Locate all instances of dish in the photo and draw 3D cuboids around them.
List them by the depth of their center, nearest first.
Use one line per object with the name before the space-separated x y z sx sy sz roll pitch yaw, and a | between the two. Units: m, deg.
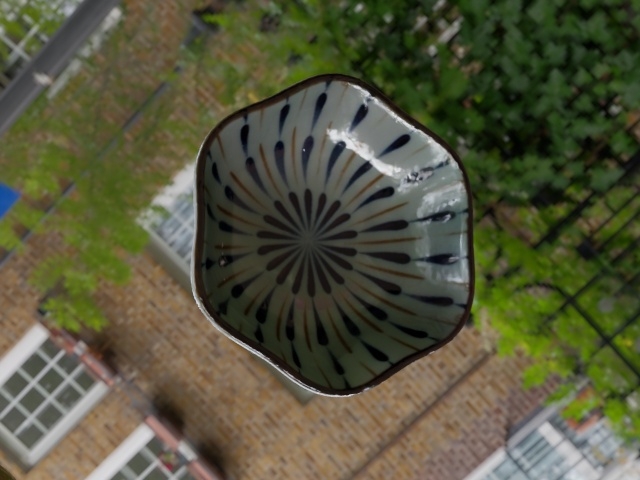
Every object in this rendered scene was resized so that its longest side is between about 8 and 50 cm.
dish | 0.000 0.000 0.702 0.190 0.191 0.066 42 157 -12

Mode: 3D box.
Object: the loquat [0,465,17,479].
loquat | -0.368 0.318 1.084 0.275 0.275 0.275 42 -165 -14
